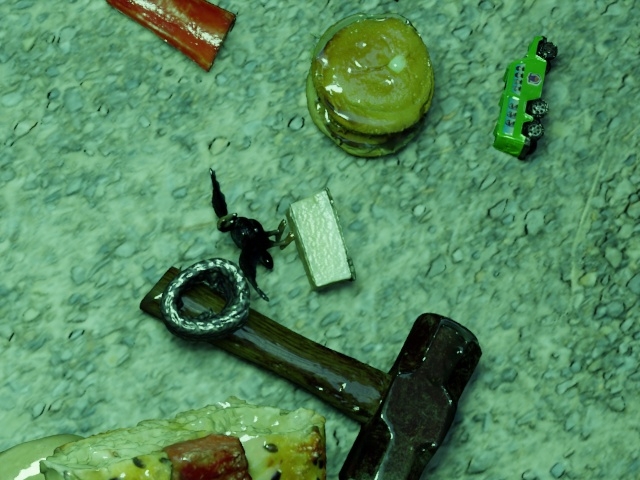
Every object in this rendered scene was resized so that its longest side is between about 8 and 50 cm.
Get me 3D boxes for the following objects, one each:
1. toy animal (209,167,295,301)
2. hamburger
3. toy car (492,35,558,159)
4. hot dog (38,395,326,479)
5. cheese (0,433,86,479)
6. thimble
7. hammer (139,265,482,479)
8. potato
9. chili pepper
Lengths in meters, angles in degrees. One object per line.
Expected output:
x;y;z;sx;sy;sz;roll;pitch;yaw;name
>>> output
-0.086;-0.003;1.853;0.108;0.062;0.220;14;37;-42;toy animal
0.058;-0.204;1.945;0.185;0.113;0.177;38;76;3;hamburger
0.271;-0.192;2.020;0.063;0.071;0.165;12;75;1;toy car
-0.123;0.381;1.656;0.367;0.196;0.365;-10;99;-47;hot dog
-0.313;0.321;1.715;0.235;0.117;0.218;19;72;-15;cheese
-0.136;0.069;1.787;0.104;0.066;0.095;1;76;-8;thimble
-0.025;0.144;1.862;0.409;0.095;0.242;27;72;-3;hammer
0.001;0.002;1.894;0.061;0.086;0.122;-17;84;-6;potato
-0.197;-0.282;1.914;0.169;0.065;0.088;24;57;-4;chili pepper
